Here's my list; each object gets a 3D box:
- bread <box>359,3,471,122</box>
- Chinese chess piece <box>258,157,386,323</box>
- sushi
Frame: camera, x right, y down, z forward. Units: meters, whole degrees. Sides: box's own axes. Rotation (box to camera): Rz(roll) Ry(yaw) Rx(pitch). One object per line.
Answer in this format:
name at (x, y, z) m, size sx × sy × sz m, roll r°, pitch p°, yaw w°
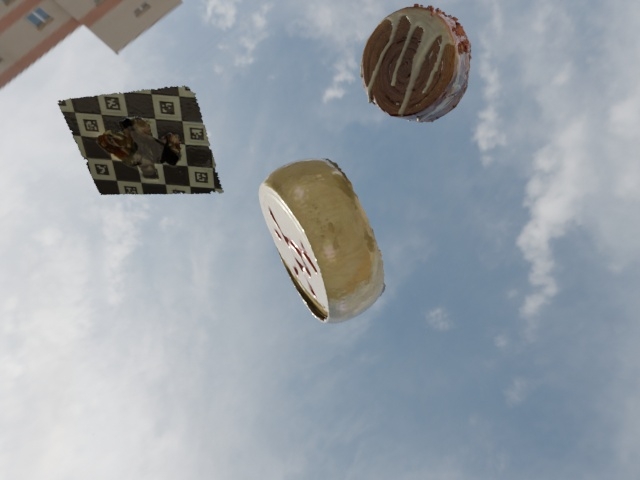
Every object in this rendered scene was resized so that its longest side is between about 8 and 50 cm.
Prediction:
bread at (0.133, -0.248, 0.789) m, size 0.160 × 0.073 × 0.160 m, roll 5°, pitch -83°, yaw 42°
Chinese chess piece at (0.000, 0.000, 0.836) m, size 0.103 × 0.250 × 0.249 m, roll -24°, pitch -103°, yaw -15°
sushi at (-0.268, -0.155, 0.867) m, size 0.210 × 0.192 × 0.040 m, roll -2°, pitch -138°, yaw 6°
